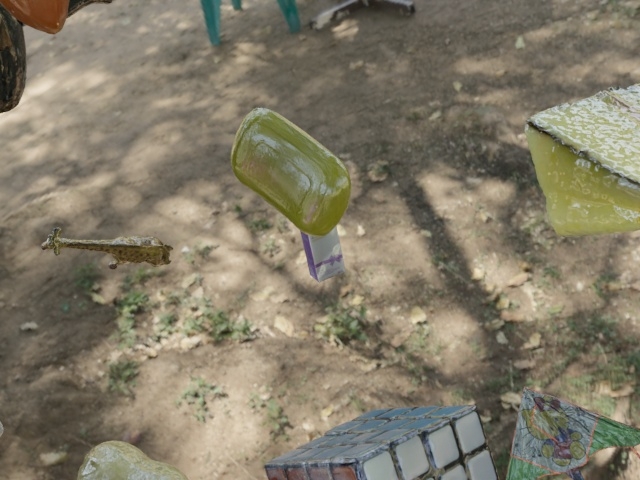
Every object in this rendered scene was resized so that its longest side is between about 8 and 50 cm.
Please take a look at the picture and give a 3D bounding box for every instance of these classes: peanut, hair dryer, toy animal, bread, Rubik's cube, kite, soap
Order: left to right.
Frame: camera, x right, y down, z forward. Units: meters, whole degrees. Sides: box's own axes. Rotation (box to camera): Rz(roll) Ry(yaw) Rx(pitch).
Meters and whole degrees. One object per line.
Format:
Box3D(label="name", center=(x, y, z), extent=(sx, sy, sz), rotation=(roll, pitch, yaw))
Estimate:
Box3D(label="hair dryer", center=(-0.359, -0.350, 0.892), extent=(0.120, 0.303, 0.359), rotation=(17, 35, 28))
Box3D(label="toy animal", center=(-0.368, 0.017, 1.240), extent=(0.149, 0.275, 0.054), rotation=(-5, 81, 16))
Box3D(label="peanut", center=(-0.292, 0.385, 1.071), extent=(0.257, 0.123, 0.123), rotation=(5, 49, 40))
Box3D(label="soap", center=(-0.029, -0.066, 0.662), extent=(0.140, 0.089, 0.045), rotation=(39, 40, 18))
Box3D(label="Rubik's cube", center=(0.142, 0.549, 1.401), extent=(0.337, 0.343, 0.344), rotation=(-13, -6, -39))
Box3D(label="kite", center=(0.288, 0.272, 0.757), extent=(0.198, 0.006, 0.244), rotation=(-39, 67, 23))
Box3D(label="bread", center=(0.338, -0.095, 0.629), extent=(0.240, 0.135, 0.178), rotation=(-19, 4, -27))

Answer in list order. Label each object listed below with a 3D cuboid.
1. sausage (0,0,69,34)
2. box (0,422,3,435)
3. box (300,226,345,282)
Box3D(label="sausage", center=(-0.245, -0.271, 0.585), extent=(0.089, 0.089, 0.179), rotation=(11, 97, 40))
Box3D(label="box", center=(-0.556, 0.177, 0.925), extent=(0.142, 0.285, 0.044), rotation=(-12, 28, 17))
Box3D(label="box", center=(0.000, 0.000, 1.011), extent=(0.051, 0.117, 0.036), rotation=(-23, 28, -19))
